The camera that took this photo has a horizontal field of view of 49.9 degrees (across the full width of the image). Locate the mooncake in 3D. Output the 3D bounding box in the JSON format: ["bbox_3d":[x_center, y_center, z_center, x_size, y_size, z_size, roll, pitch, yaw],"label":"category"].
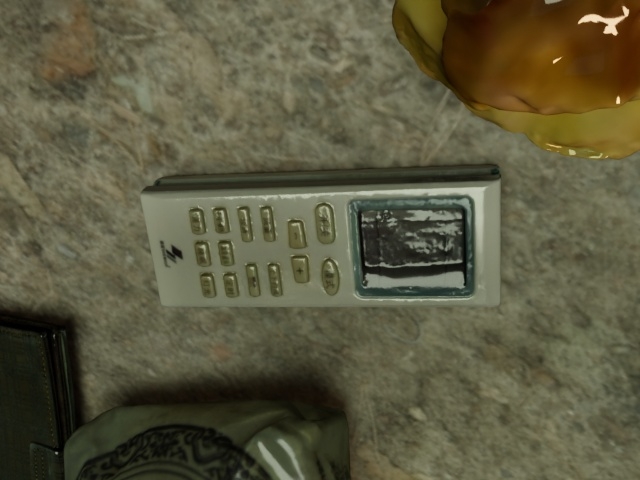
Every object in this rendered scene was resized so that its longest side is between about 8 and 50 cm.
[{"bbox_3d":[-0.096,0.263,0.582,0.250,0.136,0.255,-10,81,20],"label":"mooncake"}]

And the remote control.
[{"bbox_3d":[0.000,0.000,0.545,0.277,0.055,0.103,-1,111,13],"label":"remote control"}]

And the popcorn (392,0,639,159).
[{"bbox_3d":[0.197,-0.153,0.356,0.332,0.225,0.265,21,160,-26],"label":"popcorn"}]

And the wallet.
[{"bbox_3d":[-0.315,0.217,0.697,0.169,0.044,0.317,6,110,18],"label":"wallet"}]
